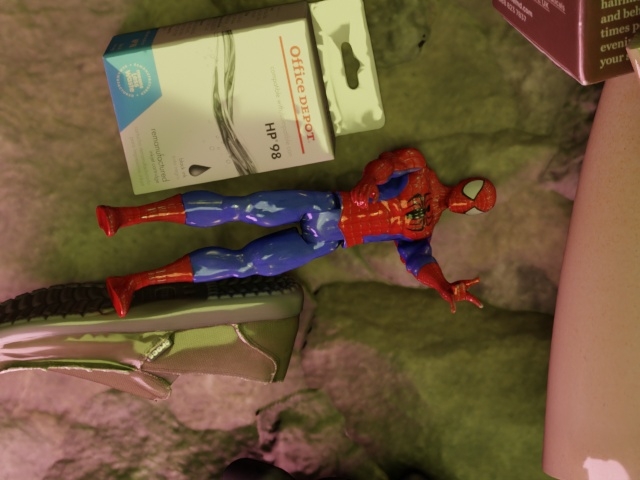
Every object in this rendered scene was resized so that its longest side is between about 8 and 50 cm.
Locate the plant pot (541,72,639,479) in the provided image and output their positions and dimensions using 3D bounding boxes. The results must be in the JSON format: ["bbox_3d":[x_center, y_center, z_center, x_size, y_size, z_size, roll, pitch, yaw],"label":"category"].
[{"bbox_3d":[0.268,0.011,1.295,0.256,0.256,0.274,-4,91,3],"label":"plant pot"}]

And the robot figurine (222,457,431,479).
[{"bbox_3d":[0.011,0.287,1.415,0.209,0.173,0.278,-35,105,23],"label":"robot figurine"}]

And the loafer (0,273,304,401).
[{"bbox_3d":[-0.134,0.079,1.386,0.251,0.094,0.087,-5,104,3],"label":"loafer"}]

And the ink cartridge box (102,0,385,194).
[{"bbox_3d":[-0.051,-0.103,1.340,0.180,0.060,0.104,-10,107,5],"label":"ink cartridge box"}]

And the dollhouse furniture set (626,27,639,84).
[{"bbox_3d":[0.341,-0.183,1.186,0.173,0.355,0.303,-3,124,38],"label":"dollhouse furniture set"}]

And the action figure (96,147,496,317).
[{"bbox_3d":[0.000,0.000,1.317,0.280,0.139,0.091,-12,110,-14],"label":"action figure"}]

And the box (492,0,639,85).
[{"bbox_3d":[0.206,-0.304,1.155,0.191,0.143,0.381,-15,125,-17],"label":"box"}]
